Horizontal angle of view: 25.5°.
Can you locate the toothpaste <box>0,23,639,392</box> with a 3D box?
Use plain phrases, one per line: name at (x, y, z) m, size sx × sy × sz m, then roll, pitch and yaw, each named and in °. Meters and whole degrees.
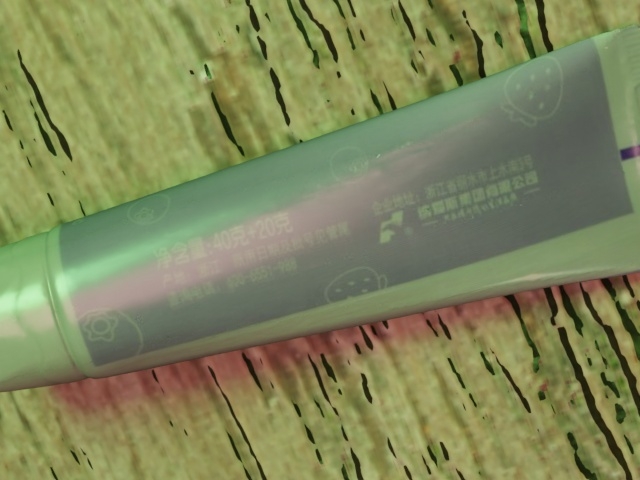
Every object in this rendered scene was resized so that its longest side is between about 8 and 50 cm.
toothpaste at (0.000, 0.000, 0.718) m, size 0.371 × 0.080 × 0.125 m, roll -15°, pitch 100°, yaw 4°
